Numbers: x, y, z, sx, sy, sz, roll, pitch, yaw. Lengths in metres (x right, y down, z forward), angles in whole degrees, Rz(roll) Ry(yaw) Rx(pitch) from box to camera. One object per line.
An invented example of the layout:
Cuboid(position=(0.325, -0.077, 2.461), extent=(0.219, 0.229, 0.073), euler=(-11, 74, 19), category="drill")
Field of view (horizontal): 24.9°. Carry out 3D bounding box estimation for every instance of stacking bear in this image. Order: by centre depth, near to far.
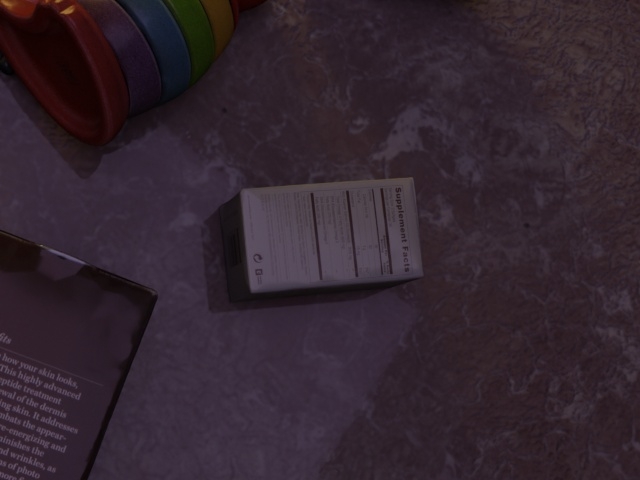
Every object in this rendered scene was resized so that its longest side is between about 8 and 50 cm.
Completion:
Cuboid(position=(-0.152, -0.235, 1.428), extent=(0.289, 0.175, 0.164), euler=(-40, 120, -27), category="stacking bear")

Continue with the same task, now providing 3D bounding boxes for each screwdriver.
Cuboid(position=(-0.267, -0.229, 1.467), extent=(0.024, 0.025, 0.170), euler=(40, 65, -6), category="screwdriver")

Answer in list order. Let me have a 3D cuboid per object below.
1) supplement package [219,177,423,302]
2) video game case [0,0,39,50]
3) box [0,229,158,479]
Cuboid(position=(0.000, 0.000, 1.458), extent=(0.179, 0.105, 0.105), euler=(-4, 83, -17), category="supplement package")
Cuboid(position=(-0.376, -0.335, 1.444), extent=(0.285, 0.025, 0.204), euler=(45, 73, -6), category="video game case")
Cuboid(position=(-0.306, 0.195, 1.312), extent=(0.191, 0.143, 0.381), euler=(22, 74, -8), category="box")
